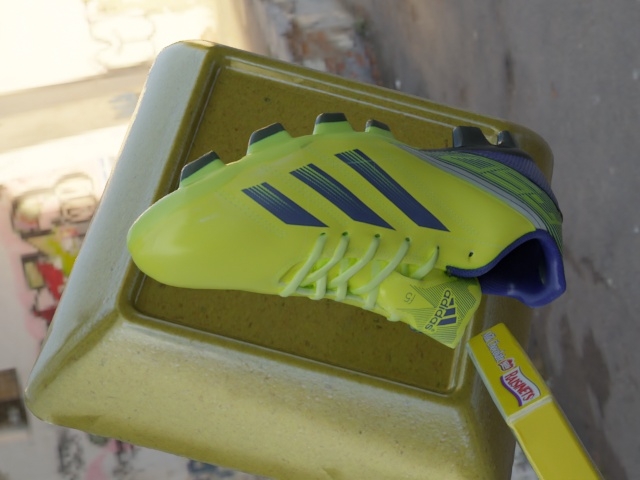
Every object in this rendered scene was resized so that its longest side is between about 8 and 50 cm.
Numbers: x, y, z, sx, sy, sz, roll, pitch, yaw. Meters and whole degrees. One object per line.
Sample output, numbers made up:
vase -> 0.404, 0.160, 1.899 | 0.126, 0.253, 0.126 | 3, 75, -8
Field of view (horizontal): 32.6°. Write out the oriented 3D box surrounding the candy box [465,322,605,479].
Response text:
candy box -> 0.134, 0.141, 0.504 | 0.206, 0.027, 0.105 | 58, -173, -12

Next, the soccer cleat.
soccer cleat -> 0.035, 0.003, 0.591 | 0.093, 0.289, 0.121 | -35, 68, 45

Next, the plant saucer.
plant saucer -> 0.000, 0.000, 0.773 | 0.081, 0.333, 0.333 | 104, 180, -59
